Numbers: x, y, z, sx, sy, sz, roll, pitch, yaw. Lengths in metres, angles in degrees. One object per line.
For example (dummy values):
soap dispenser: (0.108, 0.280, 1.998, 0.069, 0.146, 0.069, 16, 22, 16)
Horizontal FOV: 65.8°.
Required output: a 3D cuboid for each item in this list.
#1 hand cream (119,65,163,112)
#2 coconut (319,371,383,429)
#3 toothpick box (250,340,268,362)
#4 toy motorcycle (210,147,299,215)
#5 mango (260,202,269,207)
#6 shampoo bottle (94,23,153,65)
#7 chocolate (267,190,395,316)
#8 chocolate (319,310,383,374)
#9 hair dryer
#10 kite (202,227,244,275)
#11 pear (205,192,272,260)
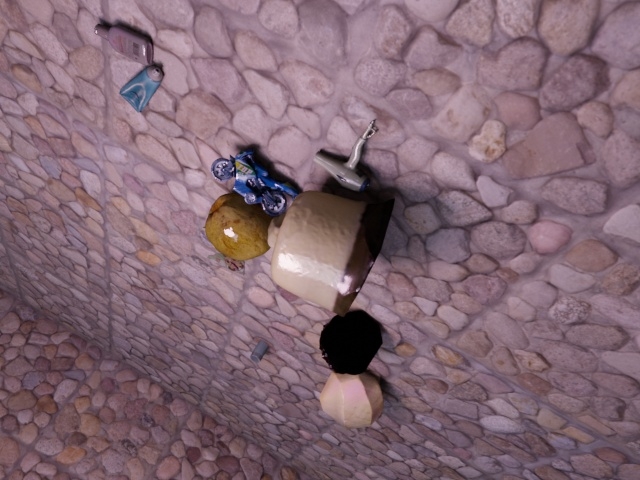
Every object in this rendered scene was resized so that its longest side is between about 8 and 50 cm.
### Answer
hand cream: (-0.515, -0.442, 1.429, 0.083, 0.048, 0.224, 46, 143, -21)
coconut: (0.119, 0.636, 1.997, 0.259, 0.259, 0.260, 18, 139, 16)
toothpick box: (-0.272, 0.495, 2.206, 0.052, 0.083, 0.052, 18, 139, 16)
toy motorcycle: (-0.185, -0.178, 1.436, 0.254, 0.092, 0.136, 34, 97, -15)
mango: (-0.159, -0.128, 1.518, 0.089, 0.046, 0.060, 32, 138, -5)
shampoo bottle: (-0.531, -0.537, 1.336, 0.165, 0.040, 0.080, 27, 141, 7)
chocolate: (0.000, 0.010, 1.328, 0.296, 0.314, 0.326, 24, 142, -3)
chocolate: (0.077, 0.363, 1.788, 0.206, 0.224, 0.177, 38, 163, -9)
hair dryer: (0.057, -0.231, 1.278, 0.167, 0.067, 0.199, 20, 129, 22)
kite: (-0.367, 0.045, 1.860, 0.229, 0.012, 0.250, -14, 122, 40)
pear: (-0.260, -0.045, 1.552, 0.228, 0.188, 0.211, 0, 137, 50)
